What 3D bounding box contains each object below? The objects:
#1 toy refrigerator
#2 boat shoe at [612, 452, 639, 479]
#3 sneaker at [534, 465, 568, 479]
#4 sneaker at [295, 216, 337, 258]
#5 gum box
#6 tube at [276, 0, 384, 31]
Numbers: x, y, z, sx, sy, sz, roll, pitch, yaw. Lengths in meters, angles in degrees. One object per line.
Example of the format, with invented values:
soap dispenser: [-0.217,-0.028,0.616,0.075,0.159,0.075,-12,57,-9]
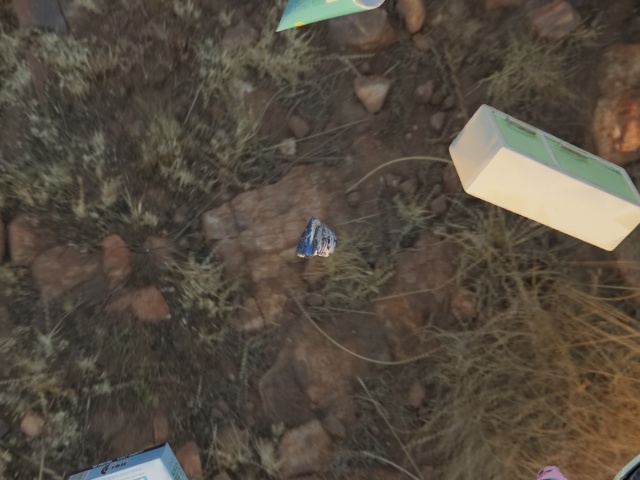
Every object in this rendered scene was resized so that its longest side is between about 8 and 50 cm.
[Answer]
toy refrigerator: [0.322,-0.088,1.321,0.270,0.102,0.094,19,126,-24]
boat shoe: [0.246,0.137,0.605,0.133,0.049,0.042,-16,57,-24]
sneaker: [0.428,0.442,1.379,0.319,0.131,0.112,40,127,-21]
sneaker: [0.000,0.000,1.495,0.058,0.135,0.052,28,109,-3]
gum box: [-0.249,0.390,1.341,0.157,0.041,0.184,-19,110,14]
tube: [0.005,-0.287,1.102,0.052,0.207,0.080,31,83,-27]
